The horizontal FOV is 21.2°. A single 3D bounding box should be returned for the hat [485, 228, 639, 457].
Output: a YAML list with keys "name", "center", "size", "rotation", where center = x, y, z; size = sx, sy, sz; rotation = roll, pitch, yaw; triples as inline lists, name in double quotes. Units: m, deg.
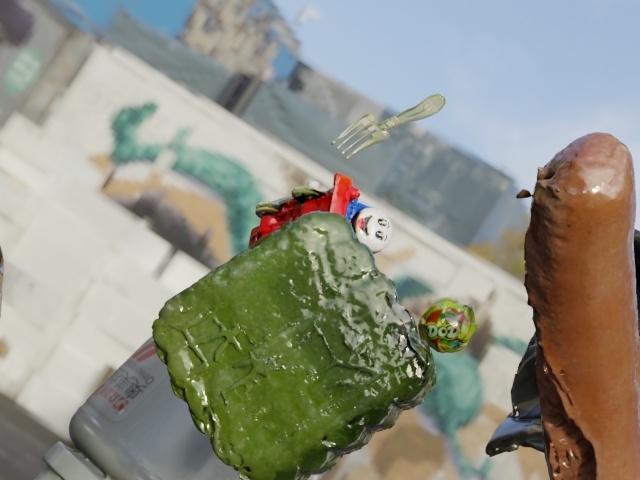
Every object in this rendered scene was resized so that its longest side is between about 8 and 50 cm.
- name: "hat"
  center: [0.388, 0.147, 2.046]
  size: [0.382, 0.366, 0.257]
  rotation: [28, 5, 31]

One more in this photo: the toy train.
- name: "toy train"
  center: [0.000, 0.000, 1.825]
  size: [0.131, 0.082, 0.204]
  rotation: [21, -20, -23]

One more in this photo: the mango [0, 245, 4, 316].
- name: "mango"
  center: [-0.423, 0.012, 1.822]
  size: [0.153, 0.287, 0.201]
  rotation: [0, -17, -27]

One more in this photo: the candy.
- name: "candy"
  center: [0.147, 0.083, 1.839]
  size: [0.194, 0.062, 0.058]
  rotation: [-18, 94, -76]

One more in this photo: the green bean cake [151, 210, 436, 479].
- name: "green bean cake"
  center: [-0.020, 0.101, 1.512]
  size: [0.200, 0.214, 0.113]
  rotation: [58, 3, 8]

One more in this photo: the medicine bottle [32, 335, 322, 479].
- name: "medicine bottle"
  center: [-0.172, 0.264, 1.853]
  size: [0.245, 0.306, 0.245]
  rotation: [42, -13, 12]

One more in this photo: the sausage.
- name: "sausage"
  center: [0.179, 0.073, 1.139]
  size: [0.087, 0.079, 0.326]
  rotation: [-99, 180, -57]

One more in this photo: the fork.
- name: "fork"
  center: [0.081, -0.124, 1.769]
  size: [0.034, 0.028, 0.219]
  rotation: [42, 33, 14]
